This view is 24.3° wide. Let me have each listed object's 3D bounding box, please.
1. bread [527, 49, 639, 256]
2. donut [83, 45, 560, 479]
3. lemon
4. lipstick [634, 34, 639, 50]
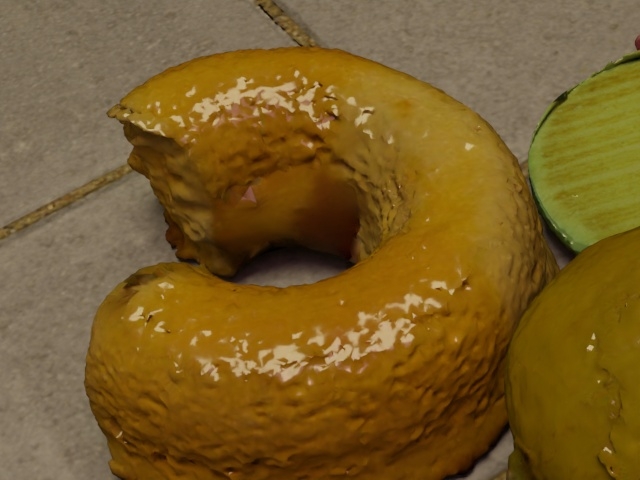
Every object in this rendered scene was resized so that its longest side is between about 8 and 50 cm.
[{"bbox_3d":[0.319,-0.066,1.264,0.301,0.045,0.301,-5,45,5],"label":"bread"},{"bbox_3d":[0.000,0.000,1.194,0.378,0.163,0.435,-9,46,3],"label":"donut"},{"bbox_3d":[0.265,0.102,0.985,0.284,0.260,0.260,-4,47,11],"label":"lemon"},{"bbox_3d":[0.398,-0.236,1.400,0.234,0.053,0.053,-28,48,-10],"label":"lipstick"}]
